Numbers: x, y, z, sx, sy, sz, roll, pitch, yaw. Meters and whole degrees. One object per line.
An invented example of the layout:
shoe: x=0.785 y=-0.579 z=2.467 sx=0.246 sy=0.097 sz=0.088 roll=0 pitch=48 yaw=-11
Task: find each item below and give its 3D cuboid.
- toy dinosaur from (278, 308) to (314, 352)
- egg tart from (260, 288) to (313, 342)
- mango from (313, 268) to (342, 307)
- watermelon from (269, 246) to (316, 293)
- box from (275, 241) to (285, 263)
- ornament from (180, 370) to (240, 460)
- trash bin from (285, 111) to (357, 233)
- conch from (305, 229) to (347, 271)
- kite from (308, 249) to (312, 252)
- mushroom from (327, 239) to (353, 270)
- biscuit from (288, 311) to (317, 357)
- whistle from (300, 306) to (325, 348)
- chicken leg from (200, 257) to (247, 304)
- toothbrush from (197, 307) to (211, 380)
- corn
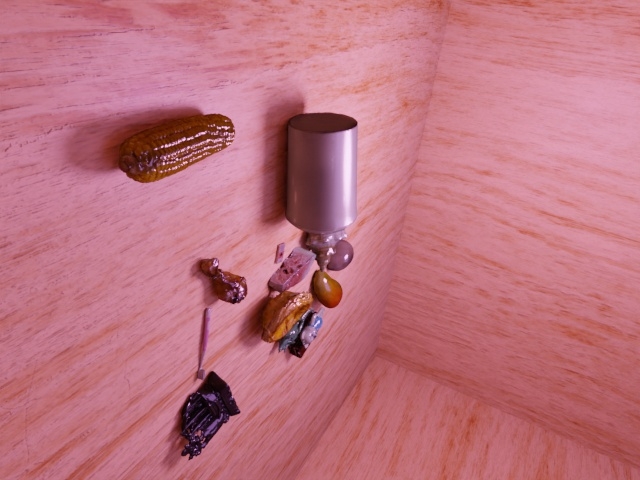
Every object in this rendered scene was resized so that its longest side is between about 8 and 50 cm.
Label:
toy dinosaur: x=-0.126 y=0.414 z=2.192 sx=0.292 sy=0.079 sz=0.120 roll=-56 pitch=160 yaw=-30
egg tart: x=-0.158 y=0.301 z=1.911 sx=0.295 sy=0.116 sz=0.294 roll=-45 pitch=164 yaw=-17
mango: x=0.035 y=0.263 z=2.382 sx=0.146 sy=0.129 sz=0.289 roll=-63 pitch=148 yaw=-14
watermelon: x=-0.130 y=0.145 z=1.963 sx=0.241 sy=0.095 sz=0.154 roll=-40 pitch=152 yaw=-50
box: x=-0.164 y=0.052 z=1.877 sx=0.046 sy=0.012 sz=0.083 roll=-27 pitch=131 yaw=-62
ornament: x=-0.426 y=0.643 z=1.661 sx=0.260 sy=0.106 sz=0.251 roll=-42 pitch=138 yaw=-35
trash bin: x=0.005 y=-0.232 z=1.700 sx=0.280 sy=0.281 sz=0.431 roll=-44 pitch=143 yaw=-49
conch: x=0.042 y=-0.048 z=2.078 sx=0.203 sy=0.170 sz=0.385 roll=17 pitch=92 yaw=-76
kite: x=0.000 y=0.000 z=2.223 sx=0.285 sy=0.015 sz=0.152 roll=-55 pitch=151 yaw=-39
mushroom: x=0.115 y=0.088 z=2.453 sx=0.188 sy=0.117 sz=0.141 roll=-58 pitch=144 yaw=-18
biscuit: x=-0.075 y=0.479 z=2.368 sx=0.252 sy=0.070 sz=0.106 roll=-55 pitch=154 yaw=-35
whistle: x=-0.030 y=0.428 z=2.291 sx=0.235 sy=0.077 sz=0.113 roll=-54 pitch=142 yaw=-41
chicken leg: x=-0.319 y=0.130 z=1.504 sx=0.251 sy=0.087 sz=0.107 roll=61 pitch=33 yaw=-53
toothbrush: x=-0.396 y=0.359 z=1.573 sx=0.020 sy=0.025 sz=0.286 roll=-27 pitch=132 yaw=-60
corn: x=-0.336 y=-0.231 z=1.104 sx=0.363 sy=0.121 sz=0.120 roll=-44 pitch=146 yaw=-55
